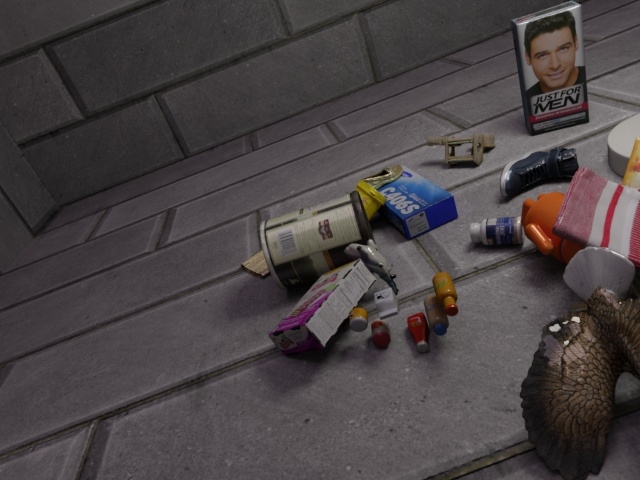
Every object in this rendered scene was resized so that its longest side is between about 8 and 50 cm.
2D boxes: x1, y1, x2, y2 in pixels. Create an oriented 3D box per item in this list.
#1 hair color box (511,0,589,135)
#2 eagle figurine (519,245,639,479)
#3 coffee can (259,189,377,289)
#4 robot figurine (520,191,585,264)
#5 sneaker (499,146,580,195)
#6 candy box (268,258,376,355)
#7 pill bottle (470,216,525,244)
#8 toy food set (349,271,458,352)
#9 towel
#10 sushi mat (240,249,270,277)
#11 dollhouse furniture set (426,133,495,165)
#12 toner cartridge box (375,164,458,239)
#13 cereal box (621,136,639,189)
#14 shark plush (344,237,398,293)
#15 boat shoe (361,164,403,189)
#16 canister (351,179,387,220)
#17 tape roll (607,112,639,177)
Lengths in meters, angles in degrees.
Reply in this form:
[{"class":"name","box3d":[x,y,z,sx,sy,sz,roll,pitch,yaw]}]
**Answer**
[{"class":"hair color box","box3d":[0.757,-0.556,1.572,0.185,0.375,0.114,-12,29,19]},{"class":"eagle figurine","box3d":[0.438,0.176,0.692,0.225,0.226,0.298,21,41,26]},{"class":"coffee can","box3d":[0.000,0.000,1.299,0.275,0.202,0.202,-17,28,9]},{"class":"robot figurine","box3d":[0.530,-0.021,1.027,0.128,0.158,0.219,-61,35,16]},{"class":"sneaker","box3d":[0.617,-0.192,1.330,0.226,0.086,0.163,-36,28,-28]},{"class":"candy box","box3d":[0.006,0.153,1.102,0.159,0.071,0.233,-28,13,49]},{"class":"pill bottle","box3d":[0.434,-0.022,1.175,0.120,0.067,0.067,-3,32,32]},{"class":"toy food set","box3d":[0.174,0.165,0.976,0.232,0.111,0.105,-22,28,14]},{"class":"towel","box3d":[0.628,-0.018,0.904,0.328,0.037,0.237,26,48,19]},{"class":"sushi mat","box3d":[-0.105,0.014,1.551,0.316,0.019,0.151,-36,32,-26]},{"class":"dollhouse furniture set","box3d":[0.493,-0.315,1.676,0.181,0.101,0.160,5,13,42]},{"class":"toner cartridge box","box3d":[0.263,-0.129,1.483,0.165,0.075,0.348,-24,27,-6]},{"class":"cereal box","box3d":[0.817,-0.148,1.059,0.240,0.047,0.173,11,76,48]},{"class":"shark plush","box3d":[0.133,0.062,1.170,0.067,0.161,0.073,-48,4,33]},{"class":"boat shoe","box3d":[0.200,-0.209,1.536,0.153,0.048,0.056,-29,28,-12]},{"class":"canister","box3d":[0.109,-0.088,1.447,0.170,0.073,0.126,-52,27,7]},{"class":"tape roll","box3d":[0.959,-0.258,1.222,0.391,0.072,0.392,-17,27,9]}]
